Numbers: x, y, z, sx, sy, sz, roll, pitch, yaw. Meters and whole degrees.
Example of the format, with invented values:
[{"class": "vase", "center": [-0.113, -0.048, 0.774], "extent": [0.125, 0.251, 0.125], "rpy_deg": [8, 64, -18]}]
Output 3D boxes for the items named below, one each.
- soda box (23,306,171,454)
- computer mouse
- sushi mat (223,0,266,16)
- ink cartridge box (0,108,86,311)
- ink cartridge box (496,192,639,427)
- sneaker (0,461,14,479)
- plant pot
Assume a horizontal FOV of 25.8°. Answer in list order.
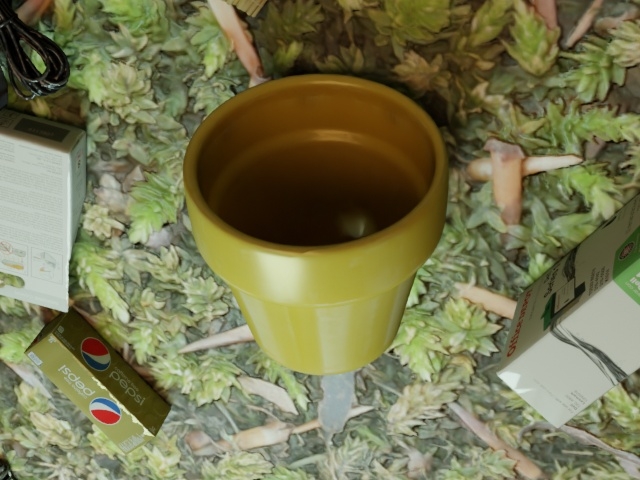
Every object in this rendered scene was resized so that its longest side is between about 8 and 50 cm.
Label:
[{"class": "soda box", "center": [-0.268, 0.171, 1.693], "extent": [0.058, 0.061, 0.181], "rpy_deg": [-33, 106, 31]}, {"class": "computer mouse", "center": [-0.418, -0.163, 1.480], "extent": [0.272, 0.072, 0.188], "rpy_deg": [-38, 94, 18]}, {"class": "sushi mat", "center": [-0.069, -0.317, 1.269], "extent": [0.151, 0.019, 0.316], "rpy_deg": [30, 151, -12]}, {"class": "ink cartridge box", "center": [-0.365, -0.043, 1.603], "extent": [0.189, 0.066, 0.232], "rpy_deg": [15, 132, 8]}, {"class": "ink cartridge box", "center": [0.288, 0.062, 1.390], "extent": [0.092, 0.160, 0.219], "rpy_deg": [41, 123, -8]}, {"class": "sneaker", "center": [-0.428, 0.328, 1.845], "extent": [0.158, 0.061, 0.065], "rpy_deg": [38, 118, -8]}, {"class": "plant pot", "center": [0.000, 0.000, 1.410], "extent": [0.254, 0.254, 0.239], "rpy_deg": [10, 139, 12]}]
